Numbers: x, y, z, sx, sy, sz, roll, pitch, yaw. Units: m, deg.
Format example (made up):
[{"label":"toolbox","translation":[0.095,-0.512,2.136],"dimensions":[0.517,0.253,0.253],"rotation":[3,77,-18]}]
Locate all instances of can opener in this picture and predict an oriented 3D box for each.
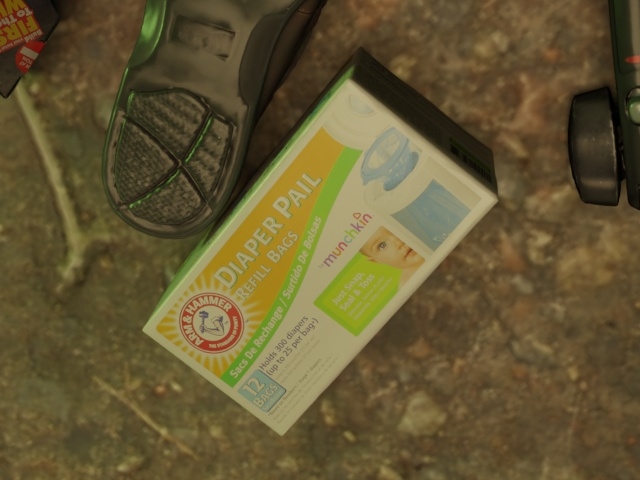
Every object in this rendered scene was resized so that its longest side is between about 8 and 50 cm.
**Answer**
[{"label":"can opener","translation":[0.184,-0.106,0.716],"dimensions":[0.073,0.059,0.186],"rotation":[-2,109,7]}]

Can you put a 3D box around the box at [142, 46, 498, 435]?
[{"label":"box","translation":[0.000,0.000,0.748],"dimensions":[0.114,0.103,0.203],"rotation":[38,108,-7]}]

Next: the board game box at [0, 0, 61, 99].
[{"label":"board game box","translation":[-0.185,-0.190,0.703],"dimensions":[0.194,0.060,0.194],"rotation":[-25,132,-4]}]

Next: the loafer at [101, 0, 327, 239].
[{"label":"loafer","translation":[-0.046,-0.148,0.716],"dimensions":[0.109,0.095,0.302],"rotation":[25,106,1]}]
